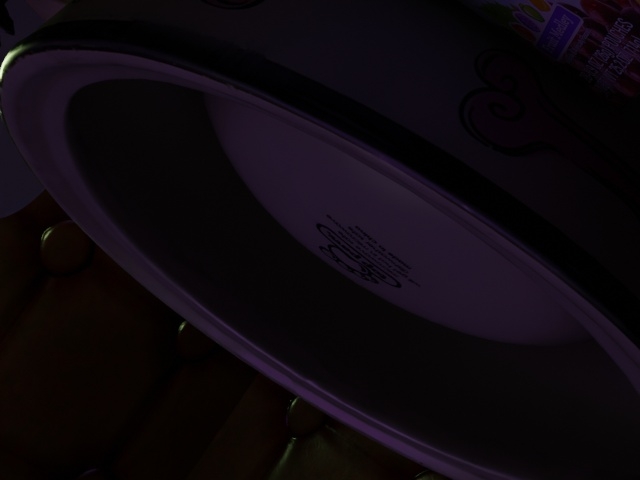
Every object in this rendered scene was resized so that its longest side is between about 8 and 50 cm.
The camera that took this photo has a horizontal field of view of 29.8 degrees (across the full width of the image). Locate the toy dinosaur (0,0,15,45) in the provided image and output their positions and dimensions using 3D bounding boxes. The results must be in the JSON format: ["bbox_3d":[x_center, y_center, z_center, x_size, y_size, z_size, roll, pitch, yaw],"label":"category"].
[{"bbox_3d":[-0.288,-0.243,0.819,0.218,0.322,0.164,20,147,-36],"label":"toy dinosaur"}]

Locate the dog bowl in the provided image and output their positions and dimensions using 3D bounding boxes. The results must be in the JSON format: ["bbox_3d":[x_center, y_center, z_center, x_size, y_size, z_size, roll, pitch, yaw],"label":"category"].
[{"bbox_3d":[0.045,-0.017,0.621,0.408,0.150,0.408,28,161,11],"label":"dog bowl"}]

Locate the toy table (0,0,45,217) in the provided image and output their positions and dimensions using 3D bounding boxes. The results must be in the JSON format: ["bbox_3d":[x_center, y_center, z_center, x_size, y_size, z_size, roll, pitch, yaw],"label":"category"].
[{"bbox_3d":[-0.290,-0.168,1.048,0.252,0.274,0.161,11,-170,-9],"label":"toy table"}]

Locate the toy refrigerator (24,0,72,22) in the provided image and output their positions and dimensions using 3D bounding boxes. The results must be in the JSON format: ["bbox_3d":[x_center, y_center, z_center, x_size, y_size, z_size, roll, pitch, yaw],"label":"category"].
[{"bbox_3d":[-0.105,-0.164,0.865,0.269,0.094,0.102,25,164,49],"label":"toy refrigerator"}]

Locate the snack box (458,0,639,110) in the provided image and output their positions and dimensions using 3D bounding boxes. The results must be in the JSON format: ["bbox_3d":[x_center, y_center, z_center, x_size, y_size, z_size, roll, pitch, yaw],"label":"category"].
[{"bbox_3d":[0.056,-0.135,0.348,0.174,0.070,0.207,35,172,5],"label":"snack box"}]
